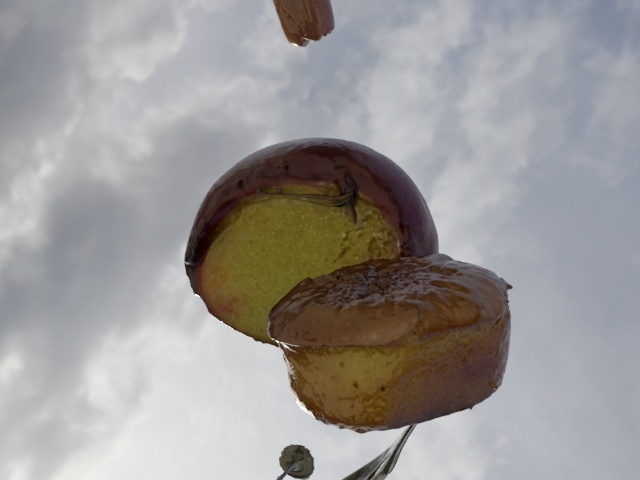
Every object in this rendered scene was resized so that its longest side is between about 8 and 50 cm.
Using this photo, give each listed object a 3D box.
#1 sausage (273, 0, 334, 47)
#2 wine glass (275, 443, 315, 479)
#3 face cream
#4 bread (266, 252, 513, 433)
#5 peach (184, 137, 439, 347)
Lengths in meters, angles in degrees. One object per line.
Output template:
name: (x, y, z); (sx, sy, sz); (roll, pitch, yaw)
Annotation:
sausage: (-0.050, -0.421, 1.235); (0.086, 0.289, 0.086); (-15, -153, 8)
wine glass: (-0.087, 0.411, 1.363); (0.074, 0.262, 0.074); (6, -75, 21)
face cream: (0.058, 0.333, 1.165); (0.070, 0.114, 0.224); (36, -55, 6)
bread: (0.085, 0.117, 1.077); (0.312, 0.312, 0.172); (3, -76, 44)
peach: (-0.007, -0.003, 1.407); (0.406, 0.310, 0.335); (-10, -74, 23)
